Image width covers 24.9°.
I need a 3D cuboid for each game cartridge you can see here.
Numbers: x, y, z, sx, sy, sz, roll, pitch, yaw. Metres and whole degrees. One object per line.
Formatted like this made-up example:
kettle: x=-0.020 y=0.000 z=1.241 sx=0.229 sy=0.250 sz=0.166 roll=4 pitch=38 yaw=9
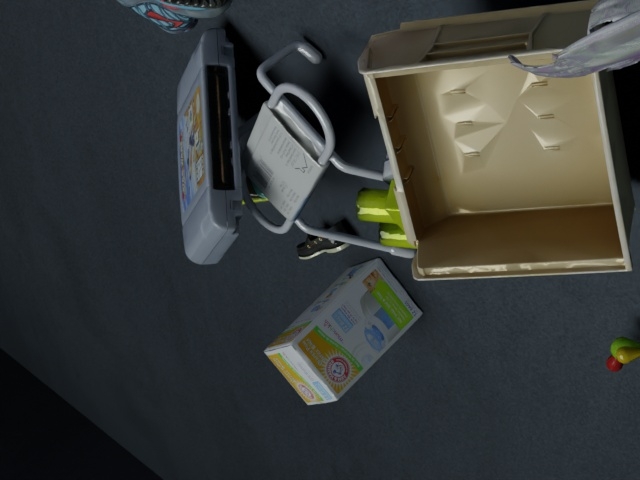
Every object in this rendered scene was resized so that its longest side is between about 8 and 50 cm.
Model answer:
game cartridge: x=-0.160 y=-0.126 z=2.056 sx=0.198 sy=0.062 sz=0.297 roll=139 pitch=130 yaw=-63

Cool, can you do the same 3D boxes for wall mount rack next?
wall mount rack: x=0.019 y=-0.097 z=1.960 sx=0.304 sy=0.130 sz=0.350 roll=48 pitch=154 yaw=8

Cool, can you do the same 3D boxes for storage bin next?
storage bin: x=0.189 y=-0.102 z=1.541 sx=0.260 sy=0.123 sz=0.262 roll=-4 pitch=123 yaw=21

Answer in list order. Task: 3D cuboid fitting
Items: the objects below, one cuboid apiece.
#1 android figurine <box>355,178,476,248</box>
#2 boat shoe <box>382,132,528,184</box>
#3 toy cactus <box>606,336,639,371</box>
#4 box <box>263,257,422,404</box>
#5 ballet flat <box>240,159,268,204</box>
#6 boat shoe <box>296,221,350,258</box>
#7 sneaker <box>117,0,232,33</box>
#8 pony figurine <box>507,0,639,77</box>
android figurine: x=0.188 y=-0.022 z=1.772 sx=0.272 sy=0.056 sz=0.248 roll=3 pitch=159 yaw=27
boat shoe: x=0.174 y=-0.124 z=1.723 sx=0.096 sy=0.088 sz=0.267 roll=16 pitch=163 yaw=-28
toy cactus: x=0.436 y=0.154 z=1.714 sx=0.219 sy=0.112 sz=0.180 roll=39 pitch=144 yaw=35
box: x=0.034 y=0.137 z=2.158 sx=0.114 sy=0.203 sz=0.103 roll=52 pitch=154 yaw=-9
ballet flat: x=-0.098 y=-0.092 z=2.164 sx=0.231 sy=0.077 sz=0.077 roll=-14 pitch=98 yaw=24
boat shoe: x=0.001 y=-0.001 z=2.196 sx=0.042 sy=0.049 sz=0.133 roll=58 pitch=150 yaw=-9
sneaker: x=-0.191 y=-0.342 z=1.991 sx=0.262 sy=0.104 sz=0.125 roll=24 pitch=163 yaw=46
pony figurine: x=0.377 y=-0.178 z=1.197 sx=0.351 sy=0.303 sz=0.363 roll=-31 pitch=99 yaw=31
